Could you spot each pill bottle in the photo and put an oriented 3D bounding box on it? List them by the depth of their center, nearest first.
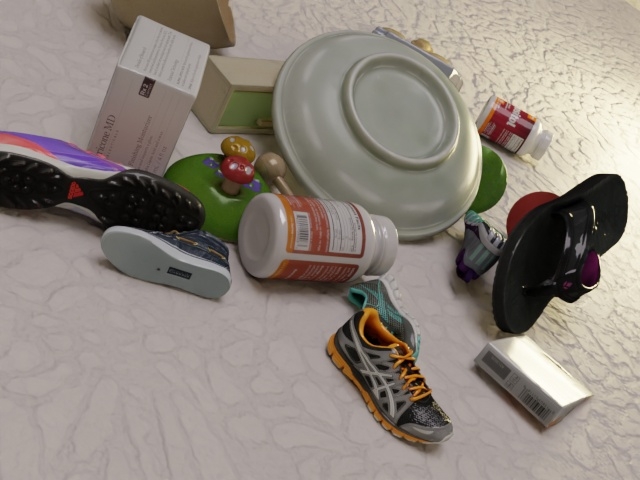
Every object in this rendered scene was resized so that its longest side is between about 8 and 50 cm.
[{"bbox_3d":[0.000,0.000,1.571,0.216,0.121,0.121,6,38,-34],"label":"pill bottle"},{"bbox_3d":[0.399,-0.229,2.247,0.152,0.086,0.086,29,31,0],"label":"pill bottle"}]

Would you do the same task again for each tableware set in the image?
[{"bbox_3d":[0.211,-0.430,2.453,0.169,0.020,0.141,10,34,-26],"label":"tableware set"}]

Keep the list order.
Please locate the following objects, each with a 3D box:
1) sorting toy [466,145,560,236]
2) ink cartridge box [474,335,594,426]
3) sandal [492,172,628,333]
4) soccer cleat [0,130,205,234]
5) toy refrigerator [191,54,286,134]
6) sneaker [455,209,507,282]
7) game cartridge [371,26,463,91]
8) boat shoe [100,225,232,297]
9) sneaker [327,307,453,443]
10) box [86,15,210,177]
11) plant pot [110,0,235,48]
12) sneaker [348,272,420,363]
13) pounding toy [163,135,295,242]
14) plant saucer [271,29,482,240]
[{"bbox_3d":[0.302,-0.089,1.988,0.365,0.127,0.126,36,3,16],"label":"sorting toy"},{"bbox_3d":[0.320,0.205,1.624,0.145,0.045,0.179,43,16,23],"label":"ink cartridge box"},{"bbox_3d":[0.417,0.005,1.774,0.107,0.167,0.446,6,30,40],"label":"sandal"},{"bbox_3d":[-0.308,-0.081,1.467,0.318,0.108,0.116,13,31,-20],"label":"soccer cleat"},{"bbox_3d":[-0.082,-0.244,1.877,0.269,0.102,0.094,-3,44,-42],"label":"toy refrigerator"},{"bbox_3d":[0.251,0.012,1.804,0.083,0.098,0.223,40,7,0],"label":"sneaker"},{"bbox_3d":[0.187,-0.341,2.167,0.198,0.062,0.297,34,4,3],"label":"game cartridge"},{"bbox_3d":[-0.205,0.014,1.451,0.183,0.065,0.083,24,30,-21],"label":"boat shoe"},{"bbox_3d":[0.097,0.178,1.428,0.215,0.083,0.084,45,33,22],"label":"sneaker"},{"bbox_3d":[-0.255,-0.201,1.601,0.119,0.181,0.182,21,33,-11],"label":"box"},{"bbox_3d":[-0.274,-0.466,1.929,0.191,0.284,0.284,-11,37,2],"label":"plant pot"},{"bbox_3d":[0.088,0.116,1.546,0.076,0.065,0.166,-5,39,-19],"label":"sneaker"},{"bbox_3d":[-0.112,-0.095,1.630,0.237,0.110,0.183,-2,43,-40],"label":"pounding toy"},{"bbox_3d":[0.118,-0.198,1.818,0.400,0.100,0.400,11,62,-22],"label":"plant saucer"}]
